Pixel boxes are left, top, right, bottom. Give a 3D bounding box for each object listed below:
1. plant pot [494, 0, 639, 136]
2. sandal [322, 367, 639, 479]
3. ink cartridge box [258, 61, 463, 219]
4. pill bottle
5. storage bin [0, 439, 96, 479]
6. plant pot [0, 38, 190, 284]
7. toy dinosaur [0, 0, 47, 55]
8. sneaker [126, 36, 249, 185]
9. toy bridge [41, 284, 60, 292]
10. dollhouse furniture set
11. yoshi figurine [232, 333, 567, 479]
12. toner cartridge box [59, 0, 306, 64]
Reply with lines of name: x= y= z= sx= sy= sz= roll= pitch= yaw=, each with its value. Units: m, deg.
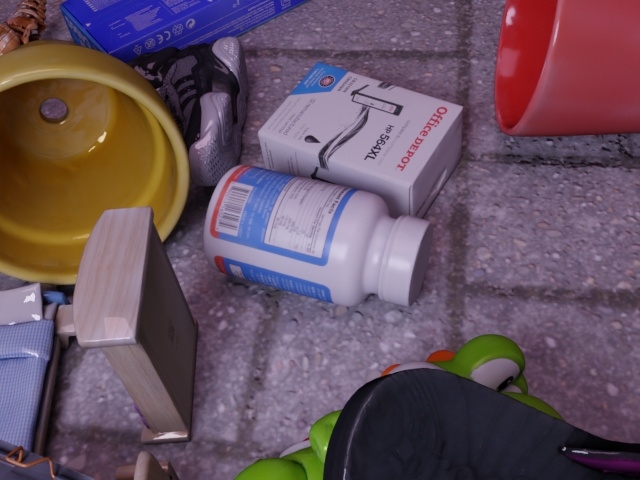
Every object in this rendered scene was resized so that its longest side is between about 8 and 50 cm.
plant pot: x=0.355 y=-0.239 z=0.862 sx=0.243 sy=0.275 sz=0.275 roll=8 pitch=52 yaw=0
sandal: x=0.217 y=0.202 z=0.494 sx=0.446 sy=0.107 sz=0.167 roll=18 pitch=68 yaw=-19
ink cartridge box: x=0.052 y=-0.118 z=0.893 sx=0.203 sy=0.086 sz=0.148 roll=21 pitch=57 yaw=22
pill bottle: x=0.000 y=0.000 z=0.783 sx=0.222 sy=0.124 sz=0.124 roll=15 pitch=55 yaw=16
storage bin: x=-0.239 y=0.215 z=0.556 sx=0.135 sy=0.098 sz=0.091 roll=13 pitch=16 yaw=22
plant pot: x=-0.298 y=-0.115 z=0.849 sx=0.254 sy=0.254 sz=0.239 roll=-21 pitch=36 yaw=-10
toy dinosaur: x=-0.492 y=-0.257 z=1.058 sx=0.218 sy=0.164 sz=0.322 roll=21 pitch=37 yaw=4
sneaker: x=-0.180 y=-0.165 z=0.953 sx=0.153 sy=0.101 sz=0.268 roll=-2 pitch=46 yaw=6
toy bridge: x=-0.367 y=0.014 z=0.865 sx=0.188 sy=0.026 sz=0.063 roll=33 pitch=42 yaw=19
dollhouse furniture set: x=-0.284 y=0.134 z=0.662 sx=0.303 sy=0.198 sz=0.286 roll=-6 pitch=51 yaw=3
yoshi figurine: x=0.060 y=0.209 z=0.580 sx=0.362 sy=0.203 sz=0.203 roll=-33 pitch=74 yaw=-20
toner cartridge box: x=-0.196 y=-0.365 z=1.124 sx=0.348 sy=0.075 sz=0.165 roll=-32 pitch=54 yaw=-18
